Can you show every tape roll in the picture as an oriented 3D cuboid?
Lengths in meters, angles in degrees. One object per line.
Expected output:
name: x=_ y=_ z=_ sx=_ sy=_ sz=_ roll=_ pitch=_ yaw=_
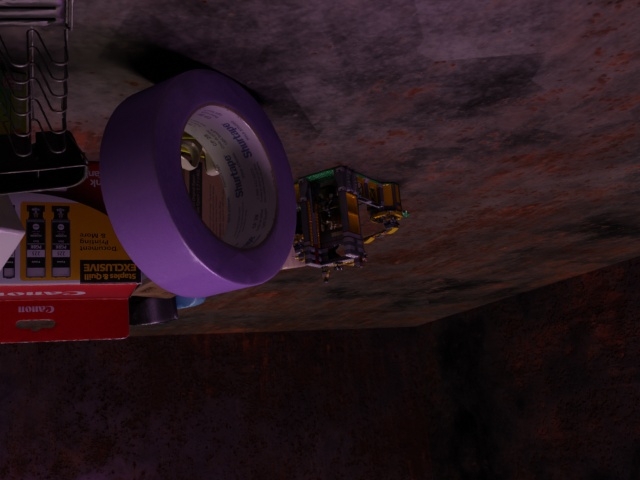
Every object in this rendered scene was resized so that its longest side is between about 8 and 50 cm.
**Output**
tape roll: x=-0.143 y=-0.070 z=0.975 sx=0.090 sy=0.275 sz=0.275 roll=-15 pitch=163 yaw=30

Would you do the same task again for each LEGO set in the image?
LEGO set: x=0.000 y=0.000 z=1.479 sx=0.331 sy=0.192 sz=0.255 roll=-11 pitch=165 yaw=23

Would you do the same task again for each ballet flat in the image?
ballet flat: x=-0.170 y=-0.135 z=1.113 sx=0.077 sy=0.077 sz=0.231 roll=-17 pitch=162 yaw=38

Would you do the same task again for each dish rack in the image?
dish rack: x=-0.346 y=-0.156 z=0.789 sx=0.208 sy=0.074 sz=0.271 roll=-10 pitch=147 yaw=-25

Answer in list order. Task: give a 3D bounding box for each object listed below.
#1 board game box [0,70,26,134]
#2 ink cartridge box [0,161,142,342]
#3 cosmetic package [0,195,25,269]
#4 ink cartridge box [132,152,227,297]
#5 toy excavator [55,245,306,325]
board game box: x=-0.436 y=-0.157 z=0.890 sx=0.181 sy=0.092 sz=0.043 roll=4 pitch=164 yaw=-34
ink cartridge box: x=-0.447 y=0.019 z=1.227 sx=0.309 sy=0.272 sz=0.130 roll=0 pitch=165 yaw=-22
cosmetic package: x=-0.519 y=-0.055 z=0.940 sx=0.138 sy=0.224 sz=0.224 roll=-49 pitch=148 yaw=19
ink cartridge box: x=-0.245 y=-0.017 z=1.315 sx=0.088 sy=0.193 sz=0.234 roll=7 pitch=161 yaw=-34
toy excavator: x=-0.286 y=0.044 z=1.623 sx=0.433 sy=0.222 sz=0.445 roll=-10 pitch=179 yaw=16
